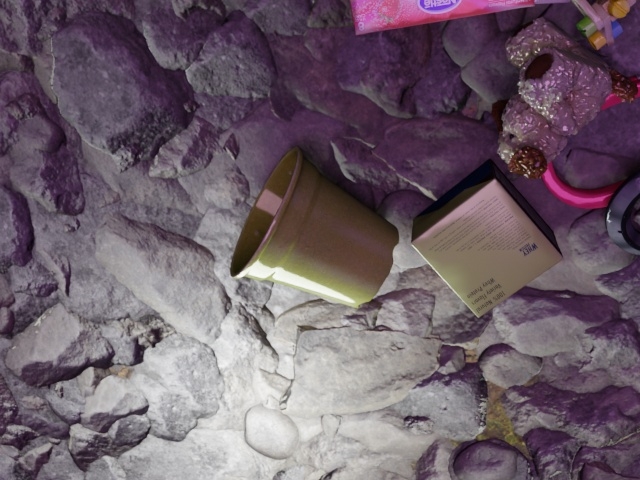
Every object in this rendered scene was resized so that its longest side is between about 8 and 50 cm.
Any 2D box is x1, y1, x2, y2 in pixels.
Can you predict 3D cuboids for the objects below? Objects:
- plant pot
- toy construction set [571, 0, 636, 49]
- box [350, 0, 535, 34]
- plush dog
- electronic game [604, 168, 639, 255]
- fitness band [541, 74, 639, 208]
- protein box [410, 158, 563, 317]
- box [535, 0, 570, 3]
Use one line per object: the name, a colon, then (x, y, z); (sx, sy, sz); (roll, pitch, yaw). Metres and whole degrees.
plant pot: (0.000, 0.000, 1.465); (0.254, 0.276, 0.276); (27, 115, -15)
toy construction set: (0.421, -0.407, 1.129); (0.151, 0.327, 0.215); (-38, 92, -1)
box: (0.198, -0.450, 1.288); (0.300, 0.142, 0.154); (-6, 112, 12)
plush dog: (0.388, -0.221, 1.309); (0.210, 0.262, 0.225); (26, 122, -12)
electronic game: (0.640, -0.060, 1.405); (0.229, 0.048, 0.229); (-1, 131, -1)
fitness band: (0.543, -0.176, 1.400); (0.291, 0.054, 0.209); (-23, 110, 18)
protein box: (0.313, -0.005, 1.460); (0.200, 0.136, 0.201); (-39, 101, 21)
box: (0.384, -0.559, 1.255); (0.067, 0.063, 0.324); (-1, 112, 10)
